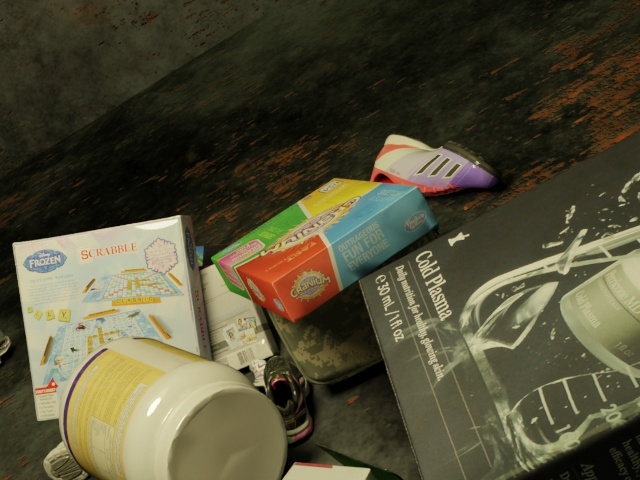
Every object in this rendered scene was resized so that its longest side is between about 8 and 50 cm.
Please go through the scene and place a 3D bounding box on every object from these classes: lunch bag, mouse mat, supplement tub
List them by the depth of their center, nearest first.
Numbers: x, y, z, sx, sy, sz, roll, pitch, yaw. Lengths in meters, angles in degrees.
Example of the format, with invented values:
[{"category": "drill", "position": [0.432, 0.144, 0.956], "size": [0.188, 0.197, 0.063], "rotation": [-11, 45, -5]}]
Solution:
[{"category": "mouse mat", "position": [0.093, 0.309, 1.424], "size": [0.153, 0.190, 0.007], "rotation": [9, 65, 51]}, {"category": "supplement tub", "position": [-0.226, 0.287, 1.731], "size": [0.241, 0.241, 0.331], "rotation": [-45, 30, -23]}, {"category": "lunch bag", "position": [0.062, 0.066, 1.848], "size": [0.305, 0.212, 0.256], "rotation": [-28, 11, 7]}]

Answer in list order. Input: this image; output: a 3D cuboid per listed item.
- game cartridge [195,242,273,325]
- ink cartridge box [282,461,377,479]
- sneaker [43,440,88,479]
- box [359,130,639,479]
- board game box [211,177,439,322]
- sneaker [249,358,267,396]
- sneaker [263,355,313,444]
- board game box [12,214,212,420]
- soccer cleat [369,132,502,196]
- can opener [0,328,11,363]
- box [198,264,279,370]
[{"category": "game cartridge", "position": [-0.265, 0.089, 2.143], "size": [0.355, 0.068, 0.230], "rotation": [-4, 34, -1]}, {"category": "ink cartridge box", "position": [0.024, 0.379, 1.391], "size": [0.128, 0.176, 0.127], "rotation": [-5, 35, 40]}, {"category": "sneaker", "position": [-0.372, 0.331, 1.979], "size": [0.232, 0.090, 0.115], "rotation": [-23, 25, 16]}, {"category": "box", "position": [0.342, 0.152, 1.313], "size": [0.472, 0.297, 0.480], "rotation": [-27, 27, 6]}, {"category": "board game box", "position": [-0.004, 0.004, 1.627], "size": [0.242, 0.064, 0.316], "rotation": [-34, 15, -15]}, {"category": "sneaker", "position": [-0.104, 0.236, 1.906], "size": [0.069, 0.038, 0.098], "rotation": [-45, 29, -25]}, {"category": "sneaker", "position": [-0.055, 0.232, 1.798], "size": [0.072, 0.077, 0.178], "rotation": [-24, 34, -3]}, {"category": "board game box", "position": [-0.358, 0.136, 1.986], "size": [0.319, 0.318, 0.066], "rotation": [-8, -2, 12]}, {"category": "soccer cleat", "position": [0.210, -0.120, 2.119], "size": [0.318, 0.108, 0.116], "rotation": [20, 77, 55]}, {"category": "can opener", "position": [-0.807, 0.281, 2.500], "size": [0.283, 0.095, 0.076], "rotation": [-32, 27, 0]}, {"category": "box", "position": [-0.173, 0.138, 1.993], "size": [0.145, 0.186, 0.038], "rotation": [-25, -6, 15]}]
